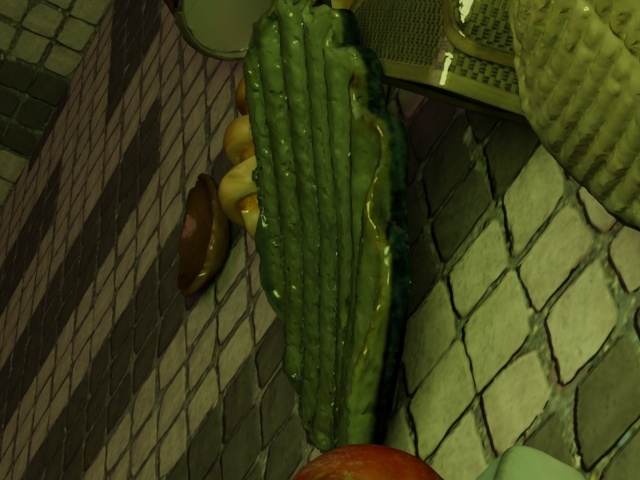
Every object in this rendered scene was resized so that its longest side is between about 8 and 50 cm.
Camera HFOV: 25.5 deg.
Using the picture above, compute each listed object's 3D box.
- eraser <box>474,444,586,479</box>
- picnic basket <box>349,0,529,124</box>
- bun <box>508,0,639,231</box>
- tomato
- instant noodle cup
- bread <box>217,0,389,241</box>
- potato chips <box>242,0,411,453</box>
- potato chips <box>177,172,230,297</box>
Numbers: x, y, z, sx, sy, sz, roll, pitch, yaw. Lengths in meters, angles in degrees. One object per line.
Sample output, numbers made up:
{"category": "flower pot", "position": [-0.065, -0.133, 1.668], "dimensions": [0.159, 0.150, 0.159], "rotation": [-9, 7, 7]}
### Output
{"category": "eraser", "position": [0.076, 0.288, 0.941], "dimensions": [0.290, 0.104, 0.189], "rotation": [-53, 22, 34]}
{"category": "picnic basket", "position": [0.137, -0.181, 1.186], "dimensions": [0.267, 0.165, 0.139], "rotation": [-151, 78, -70]}
{"category": "bun", "position": [0.233, -0.141, 0.837], "dimensions": [0.205, 0.281, 0.281], "rotation": [-28, 10, -20]}
{"category": "tomato", "position": [-0.011, 0.239, 1.062], "dimensions": [0.237, 0.095, 0.237], "rotation": [-45, -10, -10]}
{"category": "instant noodle cup", "position": [-0.139, -0.378, 2.026], "dimensions": [0.217, 0.217, 0.207], "rotation": [-58, 29, 24]}
{"category": "bread", "position": [-0.020, -0.136, 1.506], "dimensions": [0.121, 0.173, 0.311], "rotation": [7, 71, 37]}
{"category": "potato chips", "position": [0.000, 0.000, 1.244], "dimensions": [0.358, 0.070, 0.429], "rotation": [-140, 47, -66]}
{"category": "potato chips", "position": [-0.153, -0.006, 1.882], "dimensions": [0.150, 0.049, 0.201], "rotation": [-68, 22, 12]}
